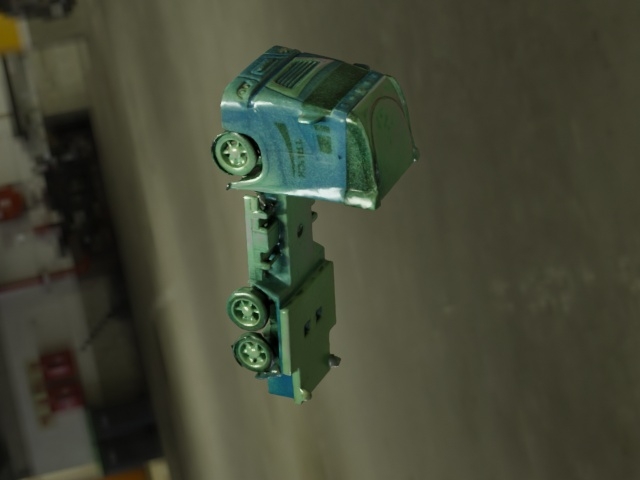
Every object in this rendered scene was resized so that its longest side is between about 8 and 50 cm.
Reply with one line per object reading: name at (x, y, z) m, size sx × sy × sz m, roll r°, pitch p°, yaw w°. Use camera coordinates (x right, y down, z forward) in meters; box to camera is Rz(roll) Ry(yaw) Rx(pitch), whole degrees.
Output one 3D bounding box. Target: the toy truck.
toy truck at (0.000, 0.000, 0.805) m, size 0.067 × 0.081 × 0.175 m, roll -48°, pitch -37°, yaw -51°
